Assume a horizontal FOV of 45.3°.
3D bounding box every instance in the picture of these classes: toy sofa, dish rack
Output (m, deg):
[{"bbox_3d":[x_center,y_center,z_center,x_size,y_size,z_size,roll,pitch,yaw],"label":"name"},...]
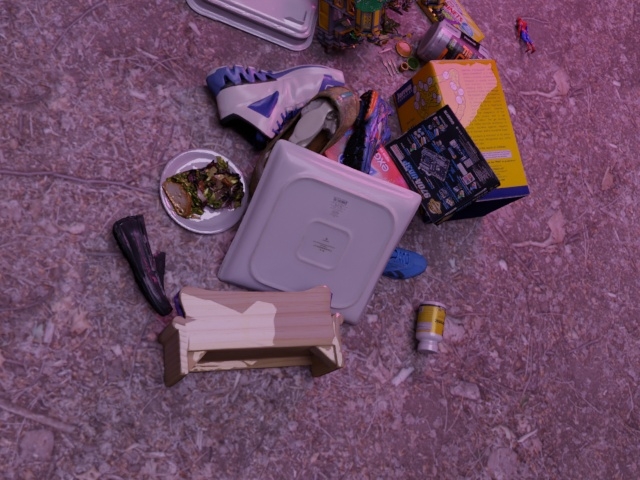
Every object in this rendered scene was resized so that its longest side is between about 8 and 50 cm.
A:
[{"bbox_3d":[-0.143,0.197,1.592,0.363,0.150,0.177,0,71,-23],"label":"toy sofa"},{"bbox_3d":[-0.142,-0.640,1.867,0.333,0.072,0.285,18,69,-19],"label":"dish rack"}]

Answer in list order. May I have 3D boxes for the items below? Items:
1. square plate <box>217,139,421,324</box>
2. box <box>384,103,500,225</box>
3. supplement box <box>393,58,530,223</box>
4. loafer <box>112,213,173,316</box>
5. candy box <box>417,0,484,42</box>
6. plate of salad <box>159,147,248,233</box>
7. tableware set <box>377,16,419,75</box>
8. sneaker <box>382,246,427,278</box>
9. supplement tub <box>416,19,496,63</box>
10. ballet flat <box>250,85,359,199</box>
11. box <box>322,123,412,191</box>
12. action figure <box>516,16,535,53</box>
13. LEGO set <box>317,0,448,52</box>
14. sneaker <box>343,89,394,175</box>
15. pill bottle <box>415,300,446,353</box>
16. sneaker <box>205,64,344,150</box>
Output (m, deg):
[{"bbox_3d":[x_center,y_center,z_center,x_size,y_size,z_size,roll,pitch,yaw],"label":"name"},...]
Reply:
[{"bbox_3d":[0.000,0.000,1.649,0.347,0.049,0.344,20,110,-17],"label":"square plate"},{"bbox_3d":[0.277,-0.171,1.744,0.175,0.051,0.220,-34,75,11],"label":"box"},{"bbox_3d":[0.342,-0.244,1.897,0.195,0.194,0.356,-7,79,-25],"label":"supplement box"},{"bbox_3d":[-0.352,0.048,1.582,0.078,0.076,0.223,-25,83,-19],"label":"loafer"},{"bbox_3d":[0.353,-0.610,2.096,0.105,0.027,0.206,-40,94,-29],"label":"candy box"},{"bbox_3d":[-0.252,-0.113,1.686,0.200,0.048,0.199,6,73,-21],"label":"plate of salad"},{"bbox_3d":[0.196,-0.508,2.001,0.104,0.024,0.154,-22,85,-27],"label":"tableware set"},{"bbox_3d":[0.170,0.045,1.808,0.209,0.082,0.069,9,70,-22],"label":"sneaker"},{"bbox_3d":[0.359,-0.485,2.013,0.190,0.117,0.117,30,66,-13],"label":"supplement tub"},{"bbox_3d":[-0.056,-0.193,1.642,0.123,0.348,0.123,36,25,-19],"label":"ballet flat"},{"bbox_3d":[0.065,-0.159,1.779,0.142,0.154,0.300,-33,92,-26],"label":"box"},{"bbox_3d":[0.581,-0.587,2.188,0.038,0.030,0.115,-1,71,-29],"label":"action figure"},{"bbox_3d":[0.146,-0.548,1.880,0.255,0.192,0.331,33,53,29],"label":"LEGO set"},{"bbox_3d":[0.115,-0.224,1.690,0.087,0.083,0.221,22,72,-25],"label":"sneaker"},{"bbox_3d":[0.259,0.206,1.810,0.065,0.065,0.116,17,70,-19],"label":"pill bottle"},{"bbox_3d":[-0.101,-0.299,1.771,0.316,0.127,0.182,-5,81,-17],"label":"sneaker"}]
